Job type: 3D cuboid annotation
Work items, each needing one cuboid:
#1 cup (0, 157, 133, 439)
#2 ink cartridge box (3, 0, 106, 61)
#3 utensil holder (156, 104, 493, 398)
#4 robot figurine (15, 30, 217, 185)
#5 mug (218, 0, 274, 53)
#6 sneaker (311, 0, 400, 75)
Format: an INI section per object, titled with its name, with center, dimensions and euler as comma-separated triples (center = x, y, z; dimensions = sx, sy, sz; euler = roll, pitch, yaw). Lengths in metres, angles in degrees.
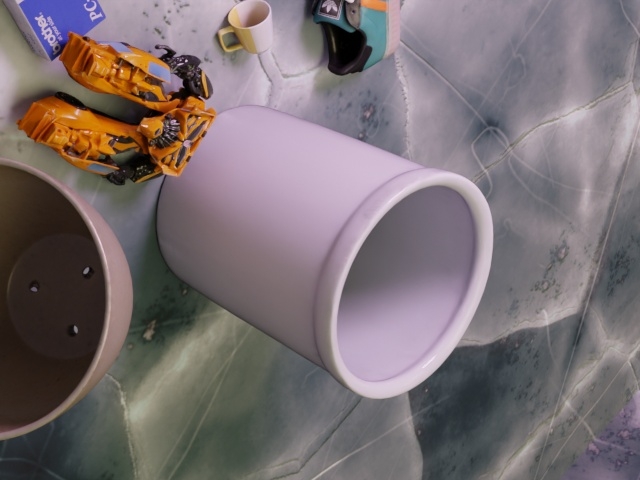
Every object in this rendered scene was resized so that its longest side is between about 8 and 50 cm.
[cup]
center = -0.363, 0.071, 1.632
dimensions = 0.331, 0.331, 0.237
euler = -67, 165, 5
[ink cartridge box]
center = -0.349, -0.330, 1.602
dimensions = 0.097, 0.046, 0.207
euler = -44, 137, -20
[utensil holder]
center = 0.000, 0.000, 1.892
dimensions = 0.328, 0.385, 0.327
euler = -23, 126, -37
[robot figurine]
center = -0.253, -0.164, 1.742
dimensions = 0.291, 0.085, 0.211
euler = 16, 111, -55
[mug]
center = -0.102, -0.302, 1.887
dimensions = 0.064, 0.078, 0.062
euler = 72, 23, -50
[sneaker]
center = 0.047, -0.380, 1.955
dimensions = 0.121, 0.108, 0.302
euler = -39, 136, -33
